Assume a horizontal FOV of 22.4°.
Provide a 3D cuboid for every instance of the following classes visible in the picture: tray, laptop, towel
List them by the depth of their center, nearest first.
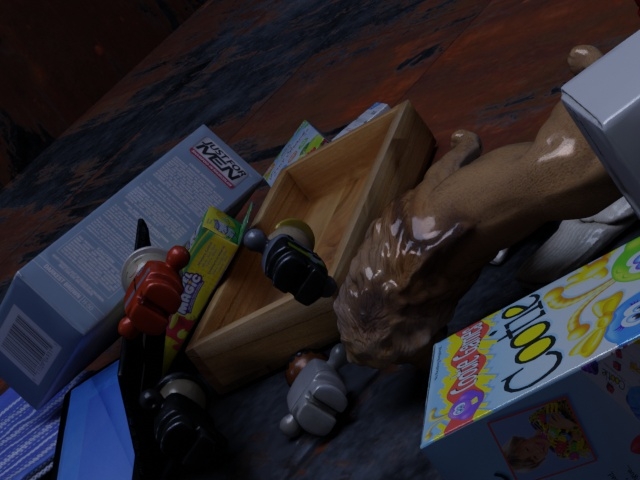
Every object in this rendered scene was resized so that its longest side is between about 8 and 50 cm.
[{"bbox_3d":[-0.240,0.152,1.706,0.137,0.264,0.234,-3,42,2],"label":"laptop"},{"bbox_3d":[0.000,0.000,1.857,0.203,0.076,0.411,-27,21,28],"label":"tray"},{"bbox_3d":[-0.365,0.230,1.978,0.243,0.040,0.336,-39,17,-29],"label":"towel"}]

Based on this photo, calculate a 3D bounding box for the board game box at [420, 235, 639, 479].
[{"bbox_3d":[0.223,0.094,1.091,0.275,0.144,0.142,-29,19,20],"label":"board game box"}]

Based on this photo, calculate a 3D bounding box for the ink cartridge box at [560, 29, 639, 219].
[{"bbox_3d":[0.362,-0.105,1.220,0.289,0.211,0.121,-37,19,5],"label":"ink cartridge box"}]

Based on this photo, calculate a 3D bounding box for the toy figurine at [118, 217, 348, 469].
[{"bbox_3d":[-0.080,0.094,1.536,0.210,0.213,0.148,-14,15,-4],"label":"toy figurine"}]

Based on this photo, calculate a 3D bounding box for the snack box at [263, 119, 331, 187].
[{"bbox_3d":[-0.026,-0.102,2.173,0.100,0.037,0.141,-52,17,5],"label":"snack box"}]

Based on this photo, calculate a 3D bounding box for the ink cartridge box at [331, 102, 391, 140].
[{"bbox_3d":[0.060,-0.149,2.181,0.083,0.028,0.048,-40,17,-8],"label":"ink cartridge box"}]

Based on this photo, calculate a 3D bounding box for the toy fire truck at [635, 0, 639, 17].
[{"bbox_3d":[0.390,-0.307,1.600,0.217,0.246,0.158,-23,23,37],"label":"toy fire truck"}]

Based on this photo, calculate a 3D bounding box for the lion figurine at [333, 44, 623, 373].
[{"bbox_3d":[0.169,-0.039,1.393,0.392,0.142,0.240,-43,5,44],"label":"lion figurine"}]

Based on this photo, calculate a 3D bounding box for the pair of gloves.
[{"bbox_3d":[0.240,-0.042,1.563,0.204,0.042,0.240,-39,19,-8],"label":"pair of gloves"}]

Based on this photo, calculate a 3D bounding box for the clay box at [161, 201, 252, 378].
[{"bbox_3d":[-0.151,0.049,1.887,0.222,0.053,0.127,-61,6,10],"label":"clay box"}]

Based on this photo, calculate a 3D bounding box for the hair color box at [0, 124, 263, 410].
[{"bbox_3d":[-0.245,0.028,2.007,0.374,0.113,0.185,-43,-6,-44],"label":"hair color box"}]
